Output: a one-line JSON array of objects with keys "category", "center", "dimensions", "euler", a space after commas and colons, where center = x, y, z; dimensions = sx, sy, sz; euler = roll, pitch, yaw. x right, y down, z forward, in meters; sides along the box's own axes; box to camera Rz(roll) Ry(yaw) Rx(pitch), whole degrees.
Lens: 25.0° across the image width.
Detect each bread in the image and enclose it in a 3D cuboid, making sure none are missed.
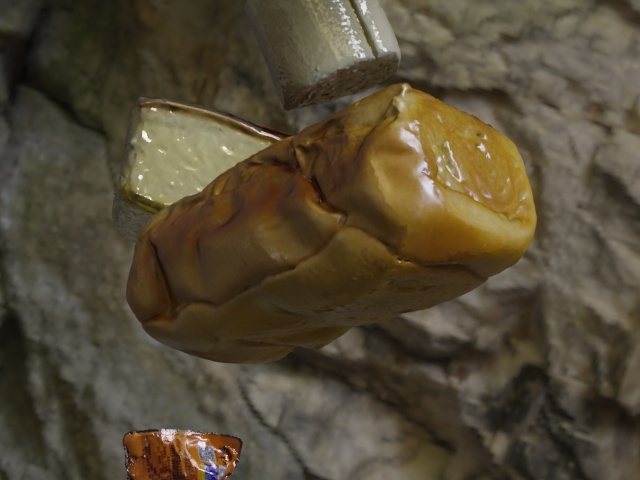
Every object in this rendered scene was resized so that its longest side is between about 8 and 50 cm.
[{"category": "bread", "center": [0.003, -0.233, 1.637], "dimensions": [0.134, 0.148, 0.141], "euler": [69, -1, -76]}, {"category": "bread", "center": [-0.081, -0.038, 1.668], "dimensions": [0.333, 0.324, 0.143], "euler": [147, -39, -78]}, {"category": "bread", "center": [0.000, 0.000, 1.046], "dimensions": [0.294, 0.167, 0.132], "euler": [-25, -110, 37]}]

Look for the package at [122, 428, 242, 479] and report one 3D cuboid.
[{"category": "package", "center": [-0.125, 0.212, 1.324], "dimensions": [0.033, 0.111, 0.077], "euler": [-163, -106, -71]}]
